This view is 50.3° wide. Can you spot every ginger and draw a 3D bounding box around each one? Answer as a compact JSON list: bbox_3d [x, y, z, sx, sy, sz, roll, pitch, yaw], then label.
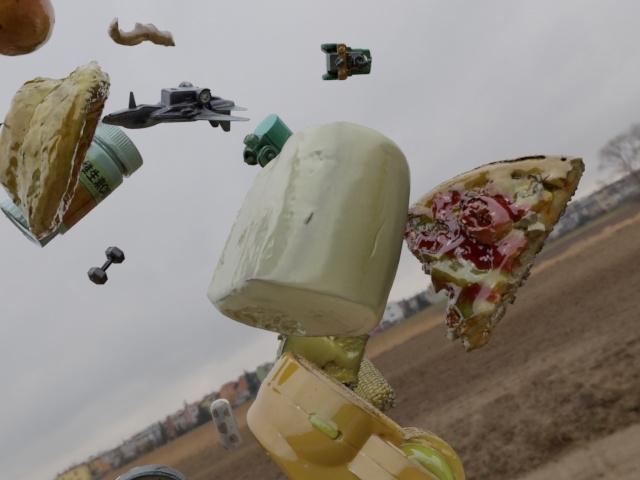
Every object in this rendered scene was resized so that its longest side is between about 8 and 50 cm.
[{"bbox_3d":[-0.537,-0.623,2.048,0.075,0.089,0.288,-36,-11,30],"label":"ginger"}]

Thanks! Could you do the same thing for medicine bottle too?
[{"bbox_3d":[-0.589,-0.136,1.612,0.318,0.158,0.158,-46,-1,-22],"label":"medicine bottle"}]

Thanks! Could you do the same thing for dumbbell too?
[{"bbox_3d":[-0.421,0.049,1.338,0.036,0.040,0.083,-41,15,49],"label":"dumbbell"}]

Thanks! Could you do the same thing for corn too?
[{"bbox_3d":[0.129,0.430,2.199,0.106,0.305,0.106,-21,-44,-22],"label":"corn"}]

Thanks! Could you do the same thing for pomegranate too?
[{"bbox_3d":[-0.619,-0.451,1.338,0.191,0.191,0.191,-27,-8,-4],"label":"pomegranate"}]

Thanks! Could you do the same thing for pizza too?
[{"bbox_3d":[0.316,0.019,1.362,0.440,0.406,0.130,-22,-43,41],"label":"pizza"}]

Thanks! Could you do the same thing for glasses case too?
[{"bbox_3d":[-0.293,0.573,2.117,0.063,0.164,0.041,-17,3,5],"label":"glasses case"}]

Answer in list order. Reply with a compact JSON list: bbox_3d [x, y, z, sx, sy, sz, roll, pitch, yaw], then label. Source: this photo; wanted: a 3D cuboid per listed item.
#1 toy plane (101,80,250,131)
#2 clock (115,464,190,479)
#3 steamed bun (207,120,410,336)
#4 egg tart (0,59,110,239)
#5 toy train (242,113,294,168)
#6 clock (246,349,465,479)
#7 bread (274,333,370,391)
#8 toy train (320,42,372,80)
[{"bbox_3d":[-0.284,-0.253,1.282,0.267,0.088,0.212,-8,23,-41],"label":"toy plane"},{"bbox_3d":[-0.383,0.623,1.535,0.226,0.226,0.049,-26,7,-11],"label":"clock"},{"bbox_3d":[0.000,0.000,1.300,0.290,0.371,0.456,25,-19,-19],"label":"steamed bun"},{"bbox_3d":[-0.456,-0.163,1.139,0.128,0.318,0.319,19,-25,-15],"label":"egg tart"},{"bbox_3d":[-0.092,-0.211,1.758,0.101,0.248,0.159,11,63,49],"label":"toy train"},{"bbox_3d":[0.038,0.303,0.990,0.200,0.317,0.244,-51,-8,-10],"label":"clock"},{"bbox_3d":[-0.007,0.294,1.862,0.262,0.204,0.163,17,-1,-23],"label":"bread"},{"bbox_3d":[0.068,-0.454,1.733,0.136,0.091,0.227,-3,13,-2],"label":"toy train"}]
